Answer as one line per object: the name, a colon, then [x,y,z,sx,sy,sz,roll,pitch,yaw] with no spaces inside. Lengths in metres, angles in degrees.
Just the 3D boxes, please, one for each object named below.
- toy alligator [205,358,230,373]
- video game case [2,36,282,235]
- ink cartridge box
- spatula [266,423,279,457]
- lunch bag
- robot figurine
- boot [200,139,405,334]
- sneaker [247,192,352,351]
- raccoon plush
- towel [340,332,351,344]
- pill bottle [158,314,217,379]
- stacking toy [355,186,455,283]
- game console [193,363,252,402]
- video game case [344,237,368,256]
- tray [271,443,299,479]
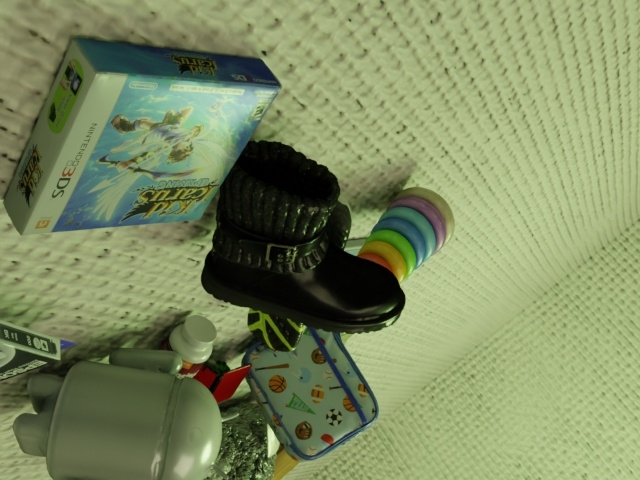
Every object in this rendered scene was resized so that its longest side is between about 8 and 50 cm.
toy alligator: [-0.219,0.291,1.684,0.190,0.056,0.051,84,20,-53]
video game case: [-0.208,-0.115,0.916,0.269,0.061,0.244,-8,145,-48]
ink cartridge box: [-0.470,0.169,1.035,0.206,0.045,0.208,-19,159,9]
spatula: [-0.084,0.402,1.909,0.019,0.242,0.168,0,-178,38]
lunch bag: [-0.023,0.315,1.691,0.243,0.303,0.115,-26,168,-19]
robot figurine: [-0.319,0.314,1.280,0.353,0.300,0.200,11,148,-5]
boot: [-0.001,0.003,1.144,0.347,0.131,0.260,10,131,-14]
sneaker: [-0.036,0.037,1.391,0.147,0.145,0.385,-55,174,-46]
raccoon plush: [-0.206,0.430,1.895,0.446,0.216,0.299,-58,152,-30]
towel: [0.018,0.273,1.994,0.148,0.027,0.110,-18,152,-36]
pill bottle: [-0.257,0.211,1.428,0.086,0.086,0.152,-7,143,-49]
stacking toy: [0.123,0.028,1.415,0.330,0.141,0.141,-42,167,-45]
game console: [-0.235,0.291,1.621,0.144,0.124,0.085,-58,179,40]
video game case: [0.052,0.067,1.657,0.212,0.023,0.193,-6,142,-49]
tray: [-0.064,0.512,2.128,0.076,0.203,0.411,37,113,-19]
